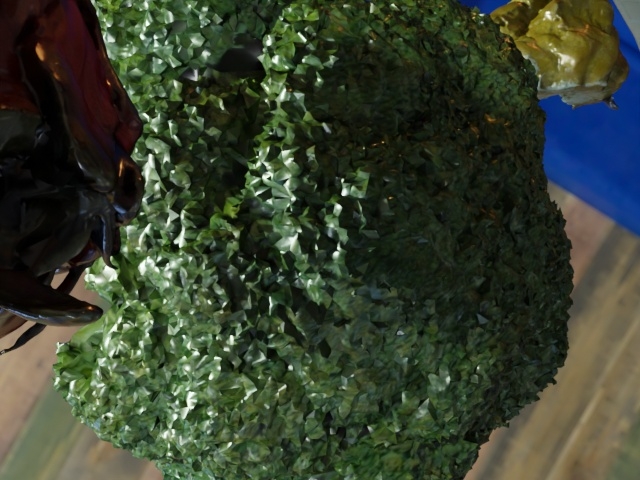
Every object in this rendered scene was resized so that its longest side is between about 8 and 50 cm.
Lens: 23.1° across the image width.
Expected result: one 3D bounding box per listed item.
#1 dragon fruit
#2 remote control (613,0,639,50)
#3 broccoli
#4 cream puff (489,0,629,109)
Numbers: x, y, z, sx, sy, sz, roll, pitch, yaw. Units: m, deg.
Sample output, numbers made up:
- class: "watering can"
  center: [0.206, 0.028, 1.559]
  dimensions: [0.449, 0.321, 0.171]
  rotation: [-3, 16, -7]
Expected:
- class: "dragon fruit"
  center: [-0.156, -0.040, 0.552]
  dimensions: [0.193, 0.274, 0.192]
  rotation: [-1, -68, -58]
- class: "remote control"
  center: [0.251, -0.141, 1.108]
  dimensions: [0.061, 0.162, 0.029]
  rotation: [5, 64, 37]
- class: "broccoli"
  center: [-0.004, 0.008, 1.001]
  dimensions: [0.310, 0.413, 0.321]
  rotation: [-33, 32, 41]
- class: "cream puff"
  center: [0.217, -0.190, 1.483]
  dimensions: [0.121, 0.156, 0.156]
  rotation: [-53, 13, 56]
